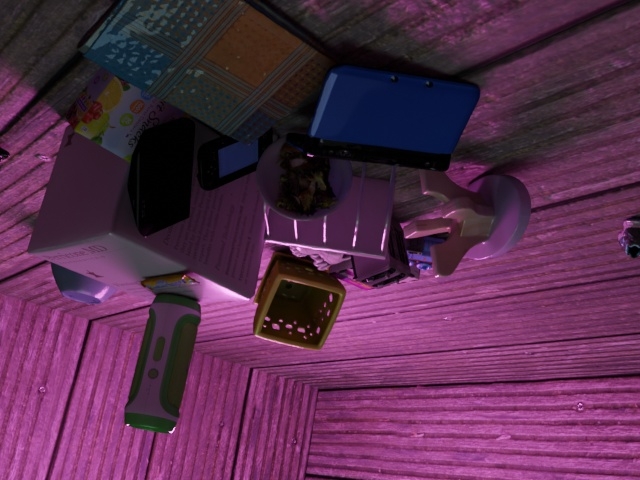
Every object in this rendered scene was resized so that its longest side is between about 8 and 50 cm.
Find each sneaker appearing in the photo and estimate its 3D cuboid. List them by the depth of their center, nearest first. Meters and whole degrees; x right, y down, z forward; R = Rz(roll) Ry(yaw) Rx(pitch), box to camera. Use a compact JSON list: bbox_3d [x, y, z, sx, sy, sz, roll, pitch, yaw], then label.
[{"bbox_3d":[0.736,0.011,1.784,0.064,0.076,0.166,1,158,23],"label":"sneaker"},{"bbox_3d":[0.000,0.000,2.058,0.118,0.110,0.292,-9,162,23],"label":"sneaker"}]

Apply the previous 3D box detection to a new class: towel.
[{"bbox_3d":[-0.180,-0.312,1.271,0.370,0.040,0.271,25,135,-38],"label":"towel"}]

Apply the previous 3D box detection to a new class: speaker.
[{"bbox_3d":[-0.356,0.279,1.719,0.131,0.297,0.131,9,160,3],"label":"speaker"}]

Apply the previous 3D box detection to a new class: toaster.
[{"bbox_3d":[0.143,0.020,1.916,0.110,0.186,0.168,-17,161,21],"label":"toaster"}]

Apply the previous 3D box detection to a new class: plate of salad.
[{"bbox_3d":[-0.033,-0.137,1.545,0.199,0.200,0.048,9,161,2],"label":"plate of salad"}]

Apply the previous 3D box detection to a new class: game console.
[{"bbox_3d":[0.108,-0.233,1.424,0.293,0.174,0.250,6,-167,-17],"label":"game console"},{"bbox_3d":[-0.222,-0.156,1.479,0.044,0.361,0.213,34,133,27],"label":"game console"}]

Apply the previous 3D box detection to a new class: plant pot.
[{"bbox_3d":[-0.078,0.171,2.310,0.228,0.227,0.207,16,-157,-19],"label":"plant pot"},{"bbox_3d":[-0.766,0.098,2.501,0.290,0.196,0.290,8,159,3],"label":"plant pot"}]

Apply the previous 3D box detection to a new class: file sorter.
[{"bbox_3d":[0.024,-0.096,1.652,0.277,0.193,0.173,8,156,3],"label":"file sorter"}]

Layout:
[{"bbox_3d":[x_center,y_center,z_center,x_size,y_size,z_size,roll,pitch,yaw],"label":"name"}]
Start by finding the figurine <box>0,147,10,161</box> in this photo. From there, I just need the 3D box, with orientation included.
[{"bbox_3d":[-0.915,-0.232,1.867,0.209,0.092,0.215,-13,150,30],"label":"figurine"}]

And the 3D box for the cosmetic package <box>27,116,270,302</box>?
[{"bbox_3d":[-0.365,-0.067,1.698,0.329,0.328,0.393,-9,152,40],"label":"cosmetic package"}]

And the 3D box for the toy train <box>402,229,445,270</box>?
[{"bbox_3d":[0.288,0.031,2.036,0.184,0.080,0.105,9,154,0],"label":"toy train"}]

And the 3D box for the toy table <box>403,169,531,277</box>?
[{"bbox_3d":[0.303,-0.050,1.624,0.160,0.252,0.274,-2,155,-21],"label":"toy table"}]

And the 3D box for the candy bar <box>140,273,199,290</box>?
[{"bbox_3d":[-0.320,0.087,1.594,0.161,0.018,0.040,-10,152,39],"label":"candy bar"}]

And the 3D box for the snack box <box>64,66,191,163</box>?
[{"bbox_3d":[-0.328,-0.253,1.377,0.174,0.207,0.070,33,-169,-46],"label":"snack box"}]

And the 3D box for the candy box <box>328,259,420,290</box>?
[{"bbox_3d":[0.158,0.077,2.220,0.159,0.071,0.233,24,156,-33],"label":"candy box"}]
